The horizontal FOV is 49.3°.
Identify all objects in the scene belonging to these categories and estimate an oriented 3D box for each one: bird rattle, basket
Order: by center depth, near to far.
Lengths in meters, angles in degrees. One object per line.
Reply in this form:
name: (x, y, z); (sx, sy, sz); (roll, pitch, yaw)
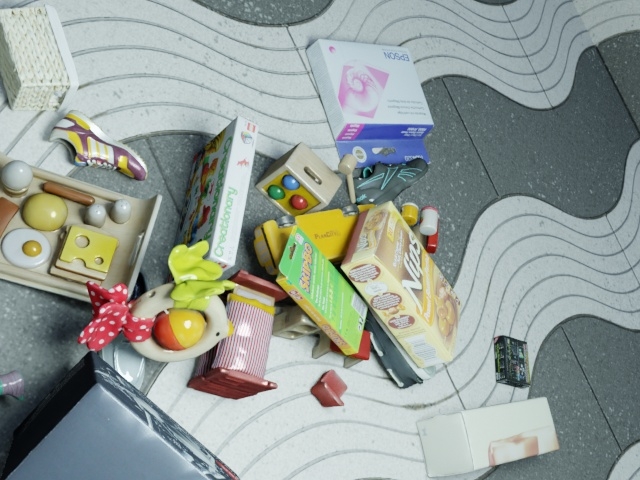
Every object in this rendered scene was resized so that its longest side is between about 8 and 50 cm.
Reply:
bird rattle: (-0.249, 0.129, 1.129); (0.254, 0.143, 0.206); (-32, 130, -4)
basket: (-0.520, -0.327, 1.262); (0.103, 0.113, 0.167); (-13, 80, -36)

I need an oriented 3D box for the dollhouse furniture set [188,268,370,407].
dollhouse furniture set: (-0.049, 0.218, 1.355); (0.374, 0.152, 0.201); (21, 60, -29)

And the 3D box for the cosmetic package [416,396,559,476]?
cosmetic package: (0.383, 0.444, 1.587); (0.296, 0.153, 0.129); (2, 69, -35)

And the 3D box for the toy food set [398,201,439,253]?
toy food set: (0.217, -0.035, 1.611); (0.111, 0.232, 0.104); (7, 59, 6)

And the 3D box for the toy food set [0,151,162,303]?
toy food set: (-0.444, -0.032, 1.176); (0.306, 0.092, 0.219); (18, 60, -16)

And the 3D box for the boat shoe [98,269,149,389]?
boat shoe: (-0.335, 0.156, 1.213); (0.079, 0.081, 0.227); (9, 66, -34)

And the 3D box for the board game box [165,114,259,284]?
board game box: (-0.206, -0.067, 1.332); (0.053, 0.193, 0.305); (23, 58, -29)

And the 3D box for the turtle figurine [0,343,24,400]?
turtle figurine: (-0.561, 0.224, 1.000); (0.234, 0.118, 0.175); (-22, 85, -46)

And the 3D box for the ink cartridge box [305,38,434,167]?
ink cartridge box: (0.147, -0.355, 1.805); (0.324, 0.071, 0.329); (-8, 75, -39)

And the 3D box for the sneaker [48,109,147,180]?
sneaker: (-0.415, -0.156, 1.303); (0.186, 0.070, 0.083); (37, 62, -12)

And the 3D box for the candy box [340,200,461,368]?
candy box: (0.179, 0.096, 1.469); (0.316, 0.088, 0.182); (53, 35, -25)

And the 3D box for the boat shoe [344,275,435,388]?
boat shoe: (0.133, 0.199, 1.540); (0.302, 0.091, 0.114); (56, 26, -1)

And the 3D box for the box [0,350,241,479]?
box: (-0.261, 0.352, 1.007); (0.343, 0.312, 0.179); (45, 76, -14)

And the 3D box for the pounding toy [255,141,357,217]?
pounding toy: (-0.008, -0.114, 1.492); (0.181, 0.206, 0.094); (43, 52, -15)

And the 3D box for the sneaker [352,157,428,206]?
sneaker: (0.172, -0.157, 1.717); (0.267, 0.101, 0.106); (-37, 93, -41)

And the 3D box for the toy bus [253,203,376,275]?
toy bus: (0.000, 0.000, 1.499); (0.333, 0.130, 0.108); (-12, 80, -40)

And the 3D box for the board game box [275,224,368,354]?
board game box: (0.003, 0.097, 1.352); (0.259, 0.039, 0.124); (52, 37, -31)

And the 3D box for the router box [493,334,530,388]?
router box: (0.494, 0.313, 1.799); (0.092, 0.038, 0.122); (19, 61, -29)
